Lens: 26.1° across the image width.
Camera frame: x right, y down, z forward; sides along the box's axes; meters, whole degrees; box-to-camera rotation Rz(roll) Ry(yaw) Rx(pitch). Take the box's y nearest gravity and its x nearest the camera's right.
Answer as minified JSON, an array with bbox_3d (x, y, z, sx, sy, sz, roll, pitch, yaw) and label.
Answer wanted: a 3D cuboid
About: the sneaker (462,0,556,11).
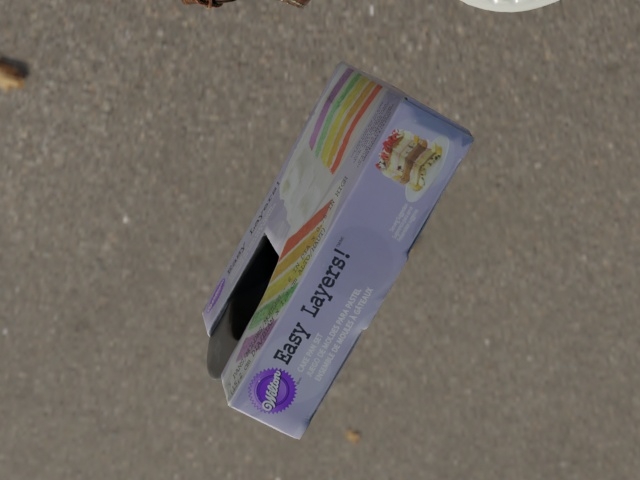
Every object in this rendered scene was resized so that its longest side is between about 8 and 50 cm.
[{"bbox_3d":[0.156,-0.218,0.543,0.282,0.161,0.102,-23,126,42],"label":"sneaker"}]

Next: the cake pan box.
[{"bbox_3d":[0.000,0.000,1.075,0.070,0.246,0.267,28,99,-13],"label":"cake pan box"}]

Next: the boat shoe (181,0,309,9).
[{"bbox_3d":[-0.101,-0.234,1.179,0.207,0.073,0.073,25,-178,17],"label":"boat shoe"}]
